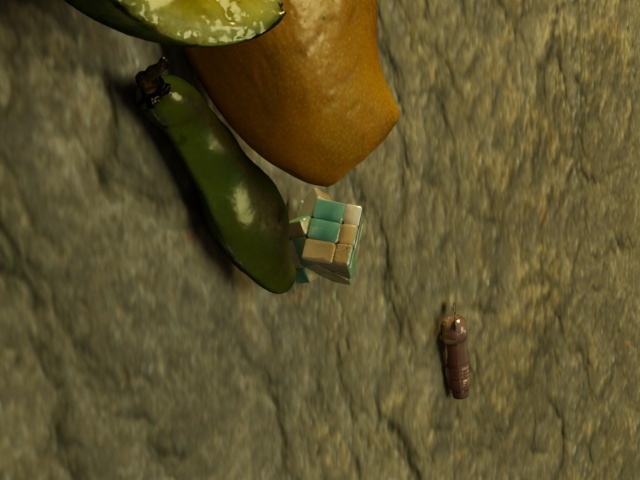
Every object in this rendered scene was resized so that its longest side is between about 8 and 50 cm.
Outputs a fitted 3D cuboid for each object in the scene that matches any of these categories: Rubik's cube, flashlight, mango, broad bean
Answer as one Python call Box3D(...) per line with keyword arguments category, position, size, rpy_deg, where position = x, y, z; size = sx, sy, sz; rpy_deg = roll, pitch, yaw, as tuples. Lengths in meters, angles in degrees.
Box3D(category="Rubik's cube", position=(0.000, 0.001, 1.640), size=(0.084, 0.073, 0.075), rpy_deg=(95, 8, -55))
Box3D(category="flashlight", position=(0.149, 0.126, 1.963), size=(0.052, 0.031, 0.110), rpy_deg=(-84, 169, -67))
Box3D(category="mango", position=(-0.035, -0.213, 1.455), size=(0.187, 0.144, 0.359), rpy_deg=(-12, 106, -18))
Box3D(category="broad bean", position=(-0.089, -0.057, 1.484), size=(0.325, 0.067, 0.075), rpy_deg=(55, 15, -45))

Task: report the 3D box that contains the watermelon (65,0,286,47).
Box3D(category="watermelon", position=(-0.144, -0.296, 1.237), size=(0.331, 0.189, 0.331), rpy_deg=(7, 80, -47))
